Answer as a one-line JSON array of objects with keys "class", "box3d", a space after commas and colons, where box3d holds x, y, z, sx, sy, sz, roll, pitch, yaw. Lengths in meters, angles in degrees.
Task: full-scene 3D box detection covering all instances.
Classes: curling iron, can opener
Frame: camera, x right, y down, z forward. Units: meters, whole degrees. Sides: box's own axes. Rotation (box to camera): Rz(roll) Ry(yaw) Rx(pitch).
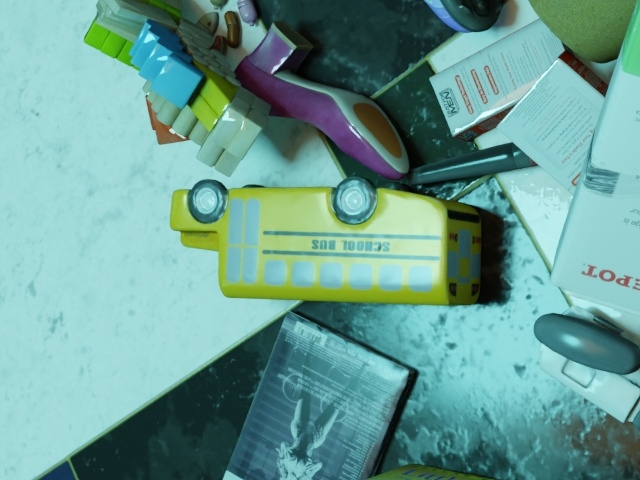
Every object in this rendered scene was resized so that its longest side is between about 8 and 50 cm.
[{"class": "curling iron", "box3d": [0.214, -0.102, 1.206, 0.274, 0.035, 0.068, -20, 65, 28]}, {"class": "can opener", "box3d": [0.320, 0.156, 1.095, 0.283, 0.095, 0.076, 33, 103, 26]}]

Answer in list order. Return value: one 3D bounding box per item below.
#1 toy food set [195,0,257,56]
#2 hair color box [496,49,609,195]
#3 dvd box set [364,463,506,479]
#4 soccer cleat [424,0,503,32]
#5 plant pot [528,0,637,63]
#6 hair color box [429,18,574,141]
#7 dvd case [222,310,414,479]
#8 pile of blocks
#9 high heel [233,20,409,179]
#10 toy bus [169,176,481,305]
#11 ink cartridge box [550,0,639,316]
[{"class": "toy food set", "box3d": [-0.112, -0.261, 1.397, 0.078, 0.019, 0.122, 35, 103, 25]}, {"class": "hair color box", "box3d": [0.263, -0.091, 1.130, 0.167, 0.053, 0.093, 43, 118, 4]}, {"class": "dvd box set", "box3d": [0.121, 0.276, 1.009, 0.307, 0.420, 0.062, 7, 93, 28]}, {"class": "soccer cleat", "box3d": [0.086, -0.339, 1.265, 0.116, 0.108, 0.318, -41, 71, 45]}, {"class": "plant pot", "box3d": [0.314, -0.286, 1.076, 0.254, 0.237, 0.237, -46, 67, 34]}, {"class": "hair color box", "box3d": [0.191, -0.165, 1.216, 0.141, 0.043, 0.072, -26, 75, 23]}, {"class": "dvd case", "box3d": [-0.006, 0.211, 1.309, 0.164, 0.018, 0.221, 24, 97, 26]}, {"class": "pile of blocks", "box3d": [-0.186, -0.187, 1.316, 0.112, 0.149, 0.362, -56, 46, 21]}, {"class": "high heel", "box3d": [-0.008, -0.125, 1.304, 0.244, 0.082, 0.117, 46, 118, 17]}, {"class": "toy bus", "box3d": [0.000, 0.000, 1.271, 0.332, 0.108, 0.130, 1, 89, 28]}, {"class": "ink cartridge box", "box3d": [0.331, -0.069, 1.010, 0.198, 0.115, 0.273, 17, 120, 8]}]
